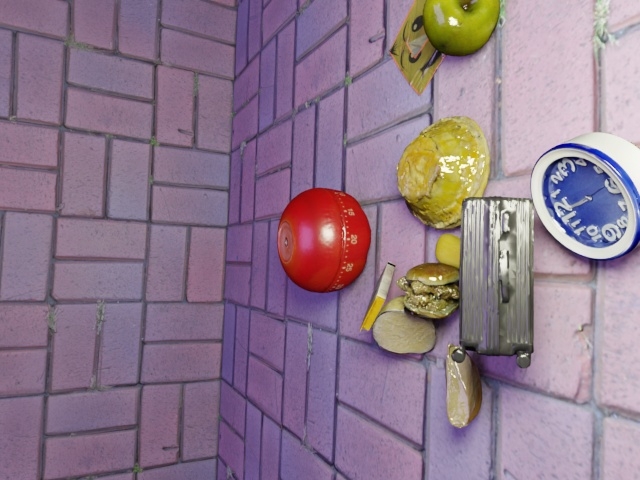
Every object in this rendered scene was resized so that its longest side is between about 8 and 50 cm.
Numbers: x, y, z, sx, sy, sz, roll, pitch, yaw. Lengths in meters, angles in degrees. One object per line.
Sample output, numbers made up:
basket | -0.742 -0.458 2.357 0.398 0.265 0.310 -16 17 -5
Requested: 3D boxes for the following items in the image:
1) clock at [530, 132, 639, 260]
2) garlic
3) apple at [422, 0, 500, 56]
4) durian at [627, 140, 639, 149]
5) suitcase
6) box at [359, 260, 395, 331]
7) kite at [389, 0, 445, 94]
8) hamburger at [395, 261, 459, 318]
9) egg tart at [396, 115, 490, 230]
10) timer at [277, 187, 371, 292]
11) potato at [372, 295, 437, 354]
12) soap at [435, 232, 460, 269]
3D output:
clock | 0.501 -0.081 0.871 0.230 0.083 0.230 57 166 22
garlic | 0.352 0.358 1.176 0.087 0.101 0.195 -6 73 30
apple | 0.353 -0.567 1.198 0.157 0.197 0.196 27 -116 -83
durian | 0.559 -0.140 0.877 0.091 0.080 0.080 59 138 30
suitcase | 0.371 0.080 1.010 0.152 0.230 0.334 1 87 22
box | 0.177 0.172 1.447 0.247 0.033 0.129 -57 -10 -60
kite | 0.310 -0.635 1.463 0.327 0.013 0.377 5 92 63
hamburger | 0.285 0.119 1.247 0.185 0.159 0.131 2 109 32
egg tart | 0.309 -0.187 1.289 0.341 0.132 0.341 -14 74 62
timer | 0.000 0.000 1.696 0.378 0.279 0.377 -2 88 63
potato | 0.248 0.230 1.367 0.202 0.182 0.117 91 -164 -45
soap | 0.365 0.036 1.261 0.168 0.033 0.089 34 122 58
